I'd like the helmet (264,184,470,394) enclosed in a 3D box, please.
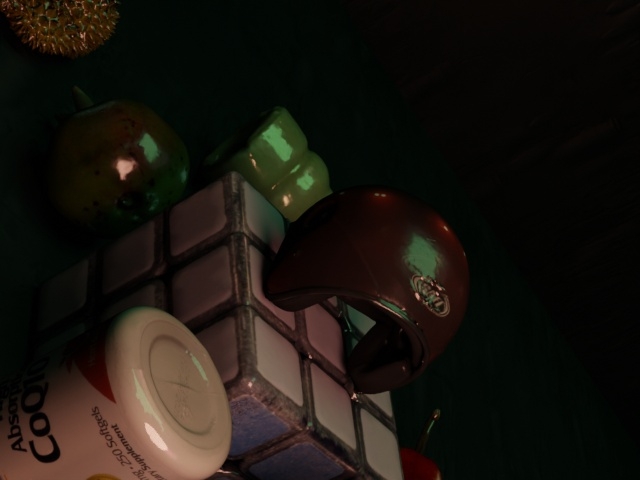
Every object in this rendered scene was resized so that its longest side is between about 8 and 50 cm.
[{"bbox_3d":[0.054,0.041,1.245,0.189,0.193,0.216,46,-4,-31],"label":"helmet"}]

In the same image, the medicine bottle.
[{"bbox_3d":[-0.231,0.183,1.055,0.157,0.288,0.157,50,23,-30],"label":"medicine bottle"}]

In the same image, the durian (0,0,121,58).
[{"bbox_3d":[-0.362,-0.345,1.632,0.193,0.138,0.237,63,21,3],"label":"durian"}]

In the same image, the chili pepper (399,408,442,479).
[{"bbox_3d":[0.124,0.391,1.860,0.131,0.134,0.338,59,23,0],"label":"chili pepper"}]

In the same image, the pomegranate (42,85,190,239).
[{"bbox_3d":[-0.267,-0.109,1.533,0.181,0.181,0.224,39,14,-47],"label":"pomegranate"}]

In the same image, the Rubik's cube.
[{"bbox_3d":[-0.116,0.164,1.339,0.301,0.305,0.304,46,24,-39],"label":"Rubik's cube"}]

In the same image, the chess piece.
[{"bbox_3d":[0.000,0.000,1.980,0.442,0.234,0.234,52,22,-14],"label":"chess piece"}]
